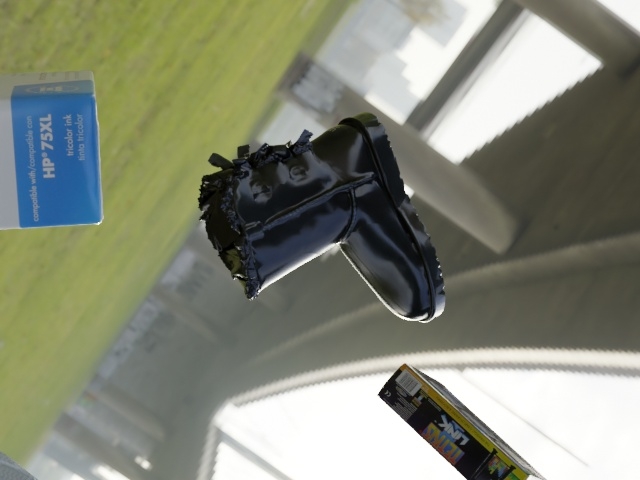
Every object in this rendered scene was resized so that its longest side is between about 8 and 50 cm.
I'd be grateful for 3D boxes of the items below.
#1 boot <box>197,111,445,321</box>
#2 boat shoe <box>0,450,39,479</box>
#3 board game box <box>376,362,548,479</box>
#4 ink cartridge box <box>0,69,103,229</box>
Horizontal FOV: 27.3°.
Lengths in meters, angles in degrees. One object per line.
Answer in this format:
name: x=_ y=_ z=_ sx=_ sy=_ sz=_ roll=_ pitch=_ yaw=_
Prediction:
boot: x=0.000 y=0.000 z=0.656 sx=0.099 sy=0.121 sz=0.045 roll=-25 pitch=-172 yaw=-27
boat shoe: x=-0.245 y=0.243 z=1.032 sx=0.094 sy=0.302 sz=0.109 roll=-52 pitch=-162 yaw=25
board game box: x=0.149 y=0.205 z=1.336 sx=0.048 sy=0.170 sz=0.141 roll=-49 pitch=154 yaw=1
ink cartridge box: x=-0.247 y=-0.053 z=0.774 sx=0.134 sy=0.231 sz=0.078 roll=-130 pitch=-142 yaw=-73
